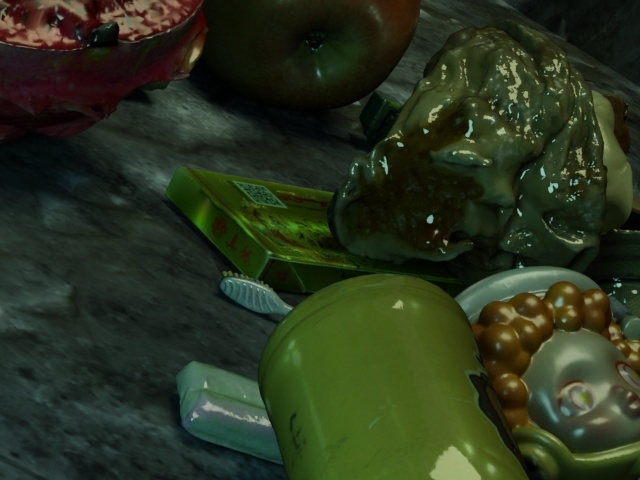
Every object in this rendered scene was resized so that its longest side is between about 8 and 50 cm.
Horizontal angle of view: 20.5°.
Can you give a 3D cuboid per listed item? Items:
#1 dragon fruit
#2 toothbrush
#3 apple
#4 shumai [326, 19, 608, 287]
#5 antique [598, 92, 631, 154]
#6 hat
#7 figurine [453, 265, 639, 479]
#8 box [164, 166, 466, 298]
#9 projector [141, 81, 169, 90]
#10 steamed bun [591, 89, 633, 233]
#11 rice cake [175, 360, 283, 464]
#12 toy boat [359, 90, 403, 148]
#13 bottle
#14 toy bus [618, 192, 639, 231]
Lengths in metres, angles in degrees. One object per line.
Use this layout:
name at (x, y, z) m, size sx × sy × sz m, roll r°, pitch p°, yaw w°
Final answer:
dragon fruit at (-0.295, -0.239, 1.727) m, size 0.386 × 0.249 × 0.371 m, roll -6°, pitch 53°, yaw -29°
toothbrush at (0.072, 0.108, 1.712) m, size 0.375 × 0.028 × 0.037 m, roll 23°, pitch 12°, yaw -13°
apple at (-0.022, -0.310, 2.274) m, size 0.319 × 0.319 × 0.277 m, roll 22°, pitch 44°, yaw -18°
shumai at (0.127, -0.088, 1.843) m, size 0.262 × 0.267 × 0.314 m, roll 1°, pitch 70°, yaw -31°
antique at (0.318, -0.168, 2.499) m, size 0.093 × 0.087 × 0.310 m, roll 2°, pitch 4°, yaw -29°
hat at (0.345, 0.081, 2.016) m, size 0.252 × 0.252 × 0.110 m, roll 16°, pitch 64°, yaw -32°
figurine at (0.211, 0.211, 1.459) m, size 0.225 × 0.205 × 0.382 m, roll -2°, pitch 54°, yaw -30°
box at (0.000, 0.000, 1.875) m, size 0.311 × 0.043 × 0.173 m, roll 8°, pitch 27°, yaw -46°
projector at (-0.285, -0.269, 2.116) m, size 0.193 × 0.088 × 0.269 m, roll 7°, pitch 28°, yaw -49°
steamed bun at (0.204, -0.095, 2.104) m, size 0.203 × 0.276 × 0.289 m, roll 1°, pitch 55°, yaw -32°
rice cake at (-0.012, 0.160, 1.437) m, size 0.222 × 0.042 × 0.080 m, roll 22°, pitch 18°, yaw -19°
toy boat at (0.198, -0.121, 2.393) m, size 0.319 × 0.092 × 0.141 m, roll 14°, pitch 23°, yaw -38°
bottle at (0.072, 0.196, 1.241) m, size 0.171 × 0.171 × 0.351 m, roll 18°, pitch 32°, yaw -28°
toy bus at (0.382, -0.044, 2.429) m, size 0.091 × 0.103 × 0.182 m, roll 21°, pitch 19°, yaw -22°
